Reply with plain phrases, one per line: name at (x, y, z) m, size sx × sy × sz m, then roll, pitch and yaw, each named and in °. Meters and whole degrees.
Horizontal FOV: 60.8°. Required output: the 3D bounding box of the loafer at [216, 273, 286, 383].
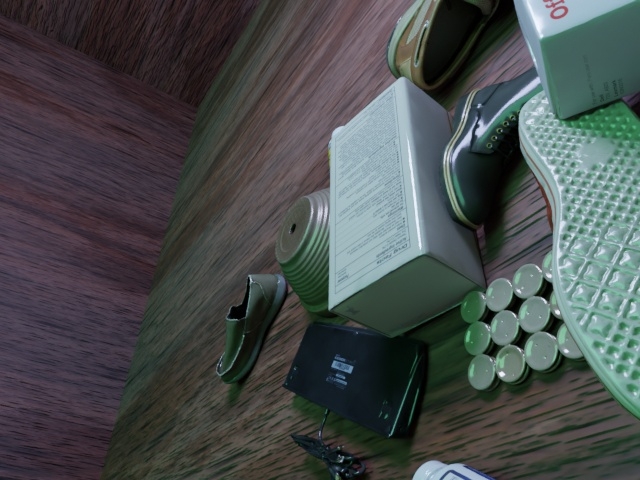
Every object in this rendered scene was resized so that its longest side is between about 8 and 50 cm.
loafer at (-0.159, 0.171, 1.105) m, size 0.251 × 0.087 × 0.094 m, roll -65°, pitch 25°, yaw 6°

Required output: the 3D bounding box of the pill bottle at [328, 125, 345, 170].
pill bottle at (0.047, -0.156, 0.994) m, size 0.065 × 0.065 × 0.116 m, roll -48°, pitch 30°, yaw 36°

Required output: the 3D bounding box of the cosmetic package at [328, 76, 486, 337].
cosmetic package at (0.101, -0.050, 0.722) m, size 0.160 × 0.113 × 0.309 m, roll -35°, pitch 40°, yaw 39°

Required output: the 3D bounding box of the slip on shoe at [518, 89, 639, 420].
slip on shoe at (0.236, -0.005, 0.425) m, size 0.123 × 0.101 × 0.331 m, roll -21°, pitch 39°, yaw 22°

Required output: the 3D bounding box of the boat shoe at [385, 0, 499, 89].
boat shoe at (0.216, -0.363, 0.784) m, size 0.324 × 0.123 × 0.120 m, roll -64°, pitch 29°, yaw 27°

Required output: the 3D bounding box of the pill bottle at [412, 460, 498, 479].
pill bottle at (0.135, 0.239, 0.479) m, size 0.120 × 0.067 × 0.067 m, roll -3°, pitch 67°, yaw 63°

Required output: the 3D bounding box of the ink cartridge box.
ink cartridge box at (0.278, -0.217, 0.444) m, size 0.219 × 0.092 × 0.160 m, roll -19°, pitch 47°, yaw 23°

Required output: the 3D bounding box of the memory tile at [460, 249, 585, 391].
memory tile at (0.200, 0.082, 0.541) m, size 0.148 × 0.012 × 0.113 m, roll -39°, pitch 40°, yaw 45°

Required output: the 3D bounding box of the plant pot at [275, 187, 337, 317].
plant pot at (0.000, 0.000, 0.906) m, size 0.237 × 0.110 × 0.237 m, roll -43°, pitch 34°, yaw 40°

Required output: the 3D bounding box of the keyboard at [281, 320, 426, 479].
keyboard at (0.026, 0.219, 0.763) m, size 0.317 × 0.033 × 0.201 m, roll -6°, pitch 57°, yaw 63°

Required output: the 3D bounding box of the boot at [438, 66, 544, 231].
boot at (0.214, -0.117, 0.622) m, size 0.137 × 0.077 × 0.197 m, roll -22°, pitch 52°, yaw 51°
